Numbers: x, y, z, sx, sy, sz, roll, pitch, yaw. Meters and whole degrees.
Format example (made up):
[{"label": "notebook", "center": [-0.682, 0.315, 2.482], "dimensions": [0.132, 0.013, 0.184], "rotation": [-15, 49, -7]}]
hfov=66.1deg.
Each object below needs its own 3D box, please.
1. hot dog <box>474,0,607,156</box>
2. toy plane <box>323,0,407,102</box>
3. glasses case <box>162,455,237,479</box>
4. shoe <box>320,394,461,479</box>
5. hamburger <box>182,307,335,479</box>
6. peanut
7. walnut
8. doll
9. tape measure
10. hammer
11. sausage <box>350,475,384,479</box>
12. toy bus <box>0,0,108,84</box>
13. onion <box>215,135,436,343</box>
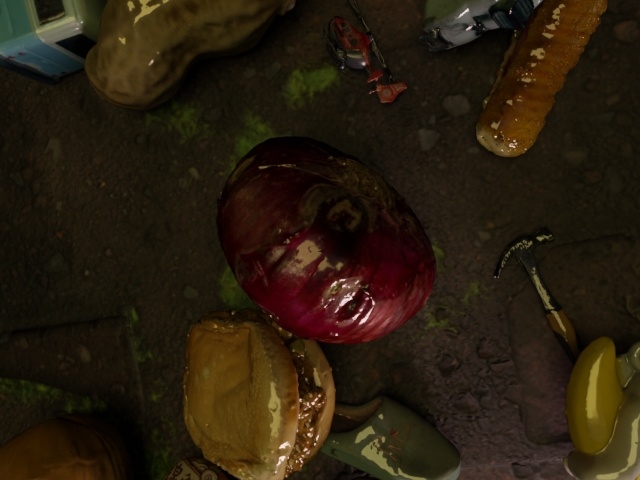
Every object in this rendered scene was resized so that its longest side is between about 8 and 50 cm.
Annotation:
[{"label": "hot dog", "center": [0.258, -0.232, 0.543], "dimensions": [0.083, 0.068, 0.289], "rotation": [24, 96, 3]}, {"label": "toy plane", "center": [0.049, -0.229, 0.604], "dimensions": [0.060, 0.037, 0.145], "rotation": [-30, 81, 2]}, {"label": "glasses case", "center": [-0.191, 0.416, 0.588], "dimensions": [0.122, 0.082, 0.321], "rotation": [28, 91, 40]}, {"label": "shoe", "center": [0.072, 0.229, 0.590], "dimensions": [0.195, 0.079, 0.078], "rotation": [9, 113, 18]}, {"label": "hamburger", "center": [-0.080, 0.180, 0.582], "dimensions": [0.213, 0.108, 0.214], "rotation": [0, 90, 40]}, {"label": "peanut", "center": [-0.158, -0.279, 0.599], "dimensions": [0.325, 0.140, 0.153], "rotation": [-35, 127, 19]}, {"label": "walnut", "center": [-0.331, 0.340, 0.629], "dimensions": [0.192, 0.193, 0.226], "rotation": [-8, 94, 13]}, {"label": "doll", "center": [0.371, 0.183, 0.507], "dimensions": [0.252, 0.111, 0.237], "rotation": [-35, 86, 8]}, {"label": "tape measure", "center": [0.194, -0.385, 0.541], "dimensions": [0.163, 0.084, 0.331], "rotation": [5, 85, 36]}, {"label": "hammer", "center": [0.271, 0.089, 0.572], "dimensions": [0.078, 0.021, 0.201], "rotation": [-26, 87, 8]}, {"label": "sausage", "center": [-0.067, 0.471, 0.605], "dimensions": [0.136, 0.123, 0.501], "rotation": [41, 105, -17]}, {"label": "toy bus", "center": [-0.370, -0.369, 0.644], "dimensions": [0.164, 0.133, 0.272], "rotation": [-14, 91, 8]}, {"label": "onion", "center": [0.000, 0.000, 0.525], "dimensions": [0.246, 0.246, 0.190], "rotation": [46, 110, 7]}]
